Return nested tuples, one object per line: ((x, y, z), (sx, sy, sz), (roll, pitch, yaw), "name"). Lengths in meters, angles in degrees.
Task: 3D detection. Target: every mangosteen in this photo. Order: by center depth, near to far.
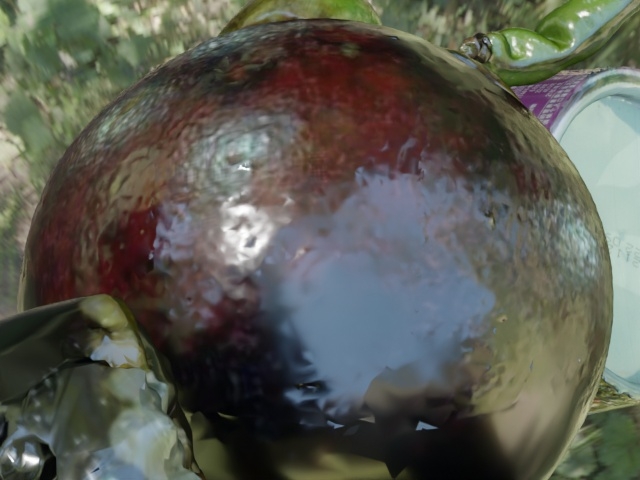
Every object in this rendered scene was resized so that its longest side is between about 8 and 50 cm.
((-0.001, 0.011, 0.738), (0.300, 0.300, 0.300), (0, 79, -1), "mangosteen")

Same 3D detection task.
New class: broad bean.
((0.167, -0.144, 0.916), (0.195, 0.061, 0.046), (-32, 58, -13), "broad bean")

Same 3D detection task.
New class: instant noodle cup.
((0.161, 0.007, 1.192), (0.339, 0.266, 0.340), (7, 80, -41), "instant noodle cup")

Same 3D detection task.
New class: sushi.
((-0.098, 0.153, 0.485), (0.204, 0.200, 0.213), (-29, 58, -3), "sushi")
